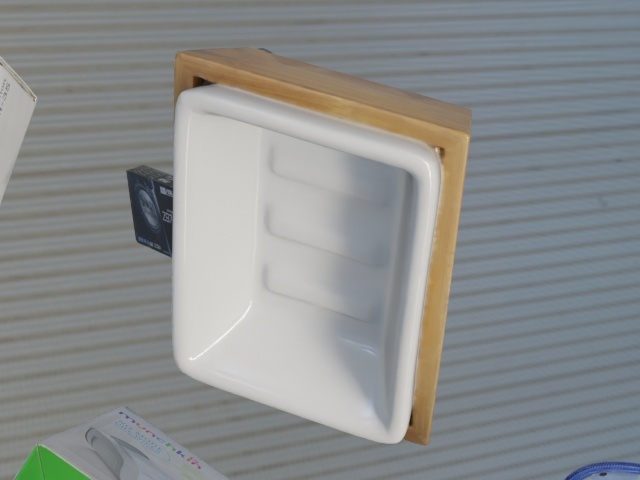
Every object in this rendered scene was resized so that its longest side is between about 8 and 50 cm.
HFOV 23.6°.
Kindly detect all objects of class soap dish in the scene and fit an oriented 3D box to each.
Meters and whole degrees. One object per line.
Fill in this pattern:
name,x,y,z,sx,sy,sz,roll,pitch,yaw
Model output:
soap dish,0.000,0.000,1.175,0.118,0.228,0.291,-52,153,-49

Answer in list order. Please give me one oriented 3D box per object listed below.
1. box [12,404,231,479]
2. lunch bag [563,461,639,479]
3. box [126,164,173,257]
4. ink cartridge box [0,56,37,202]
box,-0.117,0.267,1.227,0.262,0.231,0.127,34,96,8
lunch bag,0.296,0.283,1.095,0.303,0.115,0.243,11,113,0
box,-0.129,-0.022,1.276,0.018,0.083,0.067,-20,116,-34
ink cartridge box,-0.376,-0.061,1.107,0.283,0.117,0.207,16,81,8
